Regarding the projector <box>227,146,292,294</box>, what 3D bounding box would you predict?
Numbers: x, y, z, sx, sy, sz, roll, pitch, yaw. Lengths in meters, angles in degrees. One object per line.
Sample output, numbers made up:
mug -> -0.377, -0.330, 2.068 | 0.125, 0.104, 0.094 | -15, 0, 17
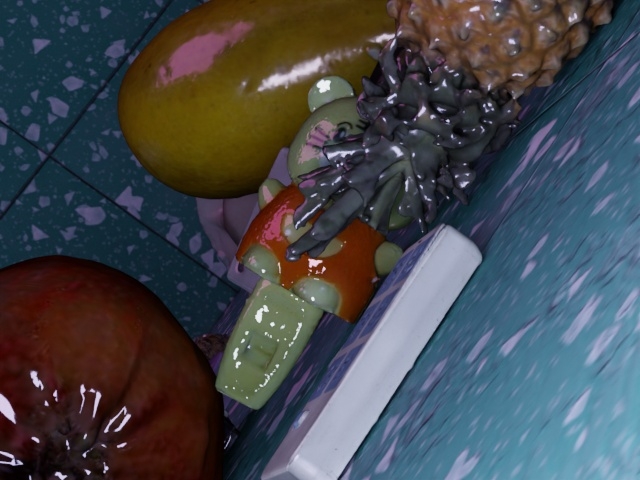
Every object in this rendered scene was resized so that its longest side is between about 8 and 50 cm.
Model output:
projector -> -0.017, -0.005, 1.626 | 0.115, 0.061, 0.147 | 28, 96, 55

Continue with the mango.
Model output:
mango -> -0.019, -0.189, 1.791 | 0.445, 0.220, 0.301 | -22, 2, 34

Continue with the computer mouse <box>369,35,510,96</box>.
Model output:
computer mouse -> 0.135, -0.176, 1.388 | 0.269, 0.100, 0.170 | -54, 15, 25

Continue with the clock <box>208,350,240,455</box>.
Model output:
clock -> -0.130, 0.201, 1.576 | 0.198, 0.064, 0.172 | -54, 4, -6

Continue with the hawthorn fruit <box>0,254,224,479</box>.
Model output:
hawthorn fruit -> -0.230, 0.162, 1.361 | 0.308, 0.308, 0.325 | -56, 17, -25

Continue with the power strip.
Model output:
power strip -> 0.030, 0.073, 0.968 | 0.192, 0.035, 0.081 | -55, 6, -19

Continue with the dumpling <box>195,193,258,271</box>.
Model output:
dumpling -> -0.057, -0.060, 2.014 | 0.293, 0.204, 0.163 | -40, 19, 35

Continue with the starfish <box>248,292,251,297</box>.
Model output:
starfish -> 0.018, -0.015, 1.739 | 0.238, 0.071, 0.216 | -56, 8, -16

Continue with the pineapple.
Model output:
pineapple -> 0.092, -0.116, 1.158 | 0.340, 0.169, 0.169 | -60, 3, 9

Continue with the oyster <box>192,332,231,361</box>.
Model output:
oyster -> -0.175, 0.196, 2.043 | 0.198, 0.112, 0.268 | -31, 2, 17

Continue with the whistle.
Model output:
whistle -> 0.000, 0.000, 1.307 | 0.288, 0.131, 0.106 | -61, -9, -1
